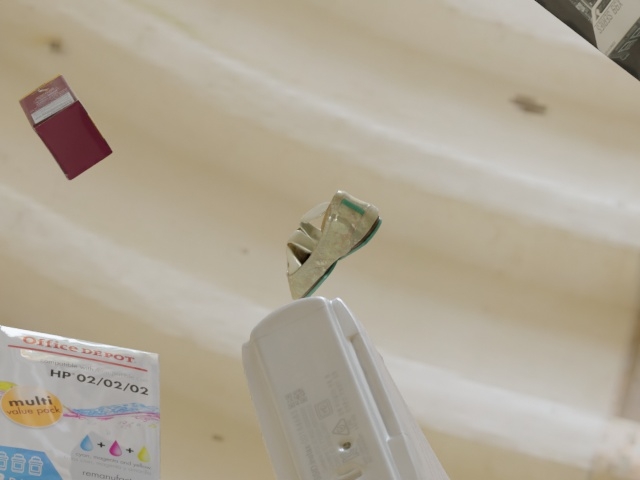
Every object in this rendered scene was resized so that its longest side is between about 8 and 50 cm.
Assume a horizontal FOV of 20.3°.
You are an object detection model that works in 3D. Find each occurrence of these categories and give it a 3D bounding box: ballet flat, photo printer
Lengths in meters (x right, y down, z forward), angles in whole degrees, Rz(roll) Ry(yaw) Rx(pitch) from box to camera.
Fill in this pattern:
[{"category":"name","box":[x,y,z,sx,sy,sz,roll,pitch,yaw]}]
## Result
[{"category":"ballet flat","box":[0.000,0.000,1.527,0.057,0.052,0.168,-60,8,-33]},{"category":"photo printer","box":[0.057,0.224,1.388,0.307,0.107,0.256,61,-175,-42]}]

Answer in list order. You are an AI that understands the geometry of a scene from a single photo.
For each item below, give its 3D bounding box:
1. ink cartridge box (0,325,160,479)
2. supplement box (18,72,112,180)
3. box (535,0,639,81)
[{"category":"ink cartridge box","box":[-0.150,0.112,1.045,0.181,0.104,0.062,-98,24,-55]},{"category":"supplement box","box":[-0.201,-0.090,1.405,0.055,0.043,0.083,59,176,-27]},{"category":"box","box":[0.152,-0.266,1.042,0.242,0.307,0.076,-48,7,48]}]
